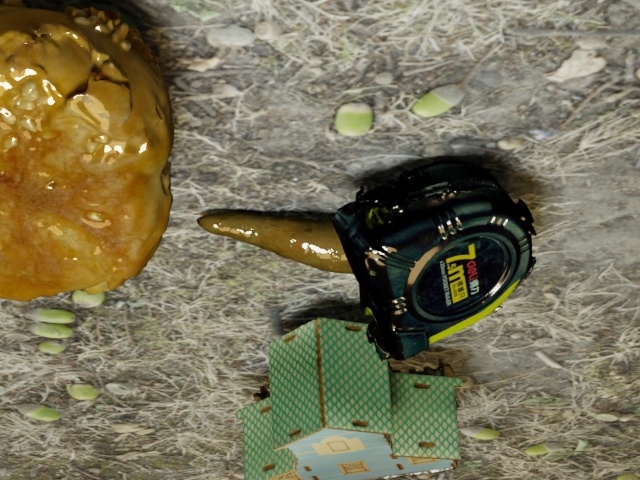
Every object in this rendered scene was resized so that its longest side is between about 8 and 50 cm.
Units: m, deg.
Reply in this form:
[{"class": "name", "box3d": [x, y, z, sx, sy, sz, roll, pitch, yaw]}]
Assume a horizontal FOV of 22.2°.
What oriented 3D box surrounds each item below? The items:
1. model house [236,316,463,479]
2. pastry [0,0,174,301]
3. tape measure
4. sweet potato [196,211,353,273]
[{"class": "model house", "box3d": [0.021, 0.176, 1.844, 0.271, 0.178, 0.206, -7, 154, 13]}, {"class": "pastry", "box3d": [-0.247, -0.088, 1.416, 0.255, 0.162, 0.311, 11, 138, -1]}, {"class": "tape measure", "box3d": [0.117, 0.011, 1.619, 0.186, 0.112, 0.199, -22, 138, -7]}, {"class": "sweet potato", "box3d": [-0.001, 0.000, 1.673, 0.249, 0.059, 0.069, 9, -176, -15]}]
